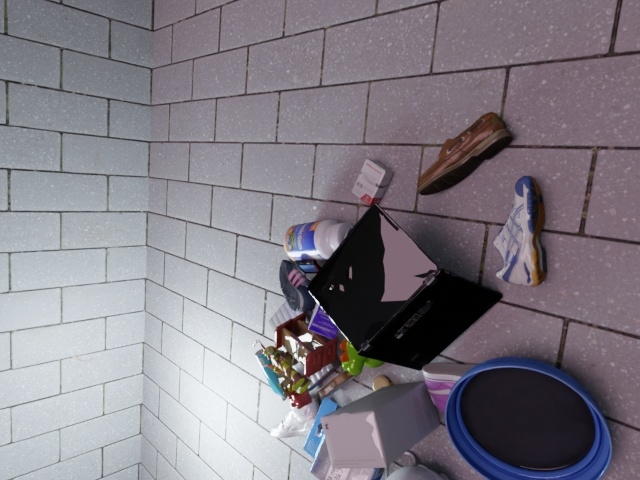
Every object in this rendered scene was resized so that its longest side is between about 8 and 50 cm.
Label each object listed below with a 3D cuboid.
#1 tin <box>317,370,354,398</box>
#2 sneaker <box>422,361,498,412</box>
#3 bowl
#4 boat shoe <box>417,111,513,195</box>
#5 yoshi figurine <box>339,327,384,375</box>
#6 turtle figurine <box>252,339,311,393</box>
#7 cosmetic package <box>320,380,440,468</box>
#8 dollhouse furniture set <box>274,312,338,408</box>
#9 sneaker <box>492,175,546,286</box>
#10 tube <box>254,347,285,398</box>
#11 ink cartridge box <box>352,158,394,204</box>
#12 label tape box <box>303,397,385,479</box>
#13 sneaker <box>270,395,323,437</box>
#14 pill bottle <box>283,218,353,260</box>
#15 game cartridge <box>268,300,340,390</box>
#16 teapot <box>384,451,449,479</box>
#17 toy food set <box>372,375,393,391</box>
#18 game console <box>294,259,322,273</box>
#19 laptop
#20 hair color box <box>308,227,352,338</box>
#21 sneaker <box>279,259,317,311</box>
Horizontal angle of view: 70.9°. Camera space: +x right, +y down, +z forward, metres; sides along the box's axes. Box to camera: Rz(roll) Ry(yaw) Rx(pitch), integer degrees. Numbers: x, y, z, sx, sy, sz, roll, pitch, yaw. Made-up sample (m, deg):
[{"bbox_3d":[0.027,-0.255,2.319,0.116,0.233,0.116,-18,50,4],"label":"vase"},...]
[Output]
[{"bbox_3d":[0.062,0.546,1.711,0.040,0.106,0.189,54,128,19],"label":"tin"},{"bbox_3d":[0.450,0.458,1.341,0.282,0.102,0.160,-7,99,48],"label":"sneaker"},{"bbox_3d":[0.530,0.483,1.179,0.392,0.077,0.390,10,111,26],"label":"bowl"},{"bbox_3d":[0.408,-0.250,1.331,0.307,0.111,0.104,-35,64,30],"label":"boat shoe"},{"bbox_3d":[0.189,0.292,1.562,0.203,0.203,0.361,20,93,1],"label":"yoshi figurine"},{"bbox_3d":[-0.129,0.447,1.613,0.217,0.087,0.269,38,157,30],"label":"turtle figurine"},{"bbox_3d":[0.194,0.555,1.383,0.197,0.366,0.155,-22,77,36],"label":"cosmetic package"},{"bbox_3d":[-0.065,0.491,1.756,0.201,0.152,0.373,35,133,37],"label":"dollhouse furniture set"},{"bbox_3d":[0.525,-0.024,1.214,0.131,0.112,0.296,0,92,45],"label":"sneaker"},{"bbox_3d":[-0.198,0.529,1.778,0.080,0.052,0.207,1,114,61],"label":"tube"},{"bbox_3d":[0.183,-0.205,1.580,0.099,0.056,0.135,42,121,34],"label":"ink cartridge box"},{"bbox_3d":[0.072,0.766,1.649,0.334,0.106,0.240,23,91,34],"label":"label tape box"},{"bbox_3d":[-0.108,0.734,1.899,0.293,0.108,0.169,-24,74,33],"label":"sneaker"},{"bbox_3d":[0.000,0.000,1.707,0.272,0.152,0.152,-8,87,45],"label":"pill bottle"},{"bbox_3d":[-0.075,0.423,1.874,0.230,0.068,0.355,-53,58,37],"label":"game cartridge"},{"bbox_3d":[0.328,0.804,1.415,0.256,0.187,0.252,50,154,11],"label":"teapot"},{"bbox_3d":[0.223,0.524,1.608,0.083,0.020,0.083,28,111,40],"label":"toy food set"},{"bbox_3d":[-0.027,0.134,1.734,0.124,0.144,0.085,-2,68,16],"label":"game console"},{"bbox_3d":[0.241,0.159,1.374,0.382,0.408,0.236,-53,31,28],"label":"laptop"},{"bbox_3d":[0.073,0.149,1.542,0.110,0.185,0.338,21,121,1],"label":"hair color box"},{"bbox_3d":[-0.084,0.186,1.845,0.319,0.131,0.112,-121,39,-54],"label":"sneaker"}]
